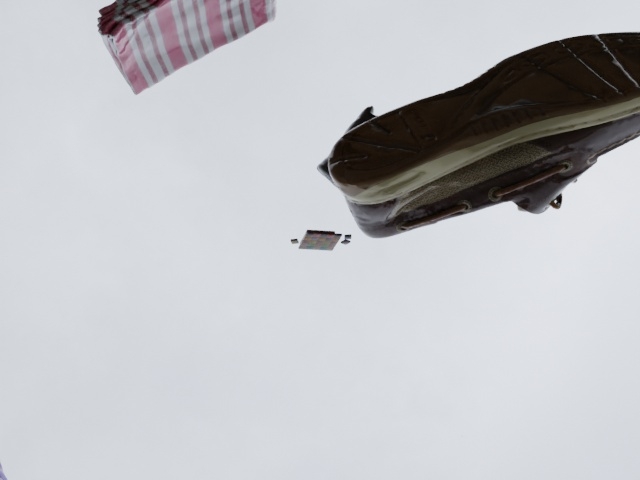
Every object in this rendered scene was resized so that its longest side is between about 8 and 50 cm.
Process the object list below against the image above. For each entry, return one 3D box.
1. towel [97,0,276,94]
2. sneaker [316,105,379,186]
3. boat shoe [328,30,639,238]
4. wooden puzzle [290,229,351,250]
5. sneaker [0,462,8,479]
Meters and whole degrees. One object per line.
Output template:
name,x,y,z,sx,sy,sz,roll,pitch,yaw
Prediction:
towel,-0.127,-0.232,0.631,0.197,0.144,0.029,-32,-98,-9
sneaker,0.118,-0.113,0.872,0.109,0.286,0.130,38,-73,25
boat shoe,0.184,-0.086,0.565,0.342,0.123,0.123,-21,-140,5
wooden puzzle,0.000,0.000,0.826,0.083,0.049,0.006,4,-118,-16
sneaker,-0.489,0.332,0.834,0.102,0.146,0.293,-28,-86,-31
